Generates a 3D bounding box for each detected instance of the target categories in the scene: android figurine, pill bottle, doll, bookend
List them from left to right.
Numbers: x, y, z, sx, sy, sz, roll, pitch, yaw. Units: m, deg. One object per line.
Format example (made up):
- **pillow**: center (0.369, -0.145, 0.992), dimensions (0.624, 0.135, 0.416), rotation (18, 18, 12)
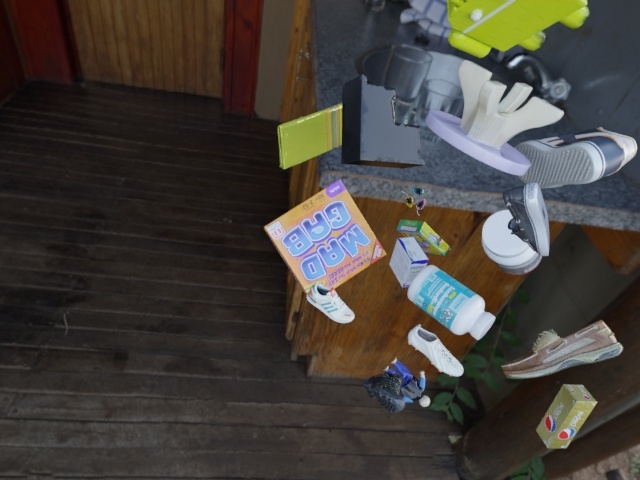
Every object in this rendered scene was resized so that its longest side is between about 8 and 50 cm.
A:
- **bookend**: center (0.125, -0.228, 0.837), dimensions (0.156, 0.157, 0.072), rotation (-2, 5, -27)
- **doll**: center (0.307, 0.494, 1.458), dimensions (0.129, 0.046, 0.189), rotation (-42, 81, -5)
- **pill bottle**: center (0.426, 0.205, 1.377), dimensions (0.146, 0.146, 0.264), rotation (-27, 49, -36)
- **pill bottle**: center (0.759, 0.009, 1.674), dimensions (0.210, 0.210, 0.363), rotation (47, 12, 30)
- **android figurine**: center (0.343, -0.415, 0.750), dimensions (0.272, 0.248, 0.056), rotation (3, 82, -33)

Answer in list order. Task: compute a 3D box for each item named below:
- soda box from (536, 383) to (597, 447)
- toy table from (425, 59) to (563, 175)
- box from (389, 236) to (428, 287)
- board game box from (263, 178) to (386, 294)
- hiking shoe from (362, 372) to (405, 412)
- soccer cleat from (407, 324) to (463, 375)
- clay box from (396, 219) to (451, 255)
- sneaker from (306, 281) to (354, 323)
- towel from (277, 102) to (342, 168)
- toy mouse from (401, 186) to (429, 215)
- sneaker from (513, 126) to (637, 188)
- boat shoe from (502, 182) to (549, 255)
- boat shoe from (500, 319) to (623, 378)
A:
- **soda box**: center (0.642, 0.463, 1.108), dimensions (0.061, 0.181, 0.058), rotation (5, 27, -10)
- **toy table**: center (0.393, -0.288, 0.978), dimensions (0.274, 0.161, 0.252), rotation (35, 35, 16)
- **box**: center (0.320, 0.079, 1.540), dimensions (0.072, 0.137, 0.126), rotation (-6, 43, -16)
- **board game box**: center (0.000, 0.000, 1.810), dimensions (0.356, 0.356, 0.357), rotation (-33, 94, -7)
- **hiking shoe**: center (0.225, 0.477, 1.376), dimensions (0.114, 0.227, 0.086), rotation (-31, 100, -17)
- **soccer cleat**: center (0.357, 0.339, 1.296), dimensions (0.196, 0.076, 0.068), rotation (37, 40, 17)
- **clay box**: center (0.426, -0.004, 1.724), dimensions (0.127, 0.222, 0.053), rotation (11, 68, 54)
- **sneaker**: center (0.036, 0.183, 1.257), dimensions (0.161, 0.075, 0.057), rotation (32, 43, 8)
- **towel**: center (-0.012, -0.250, 0.989), dimensions (0.021, 0.102, 0.237), rotation (21, 39, 35)
- **toy mouse**: center (0.499, -0.213, 2.129), dimensions (0.031, 0.143, 0.161), rotation (2, 64, -45)
- **sneaker**: center (0.595, -0.195, 1.016), dimensions (0.127, 0.126, 0.321), rotation (-19, 14, -3)
- **boat shoe**: center (0.439, -0.038, 0.902), dimensions (0.076, 0.228, 0.080), rotation (-3, 60, 34)
- **boat shoe**: center (0.700, 0.325, 1.257), dimensions (0.323, 0.122, 0.120), rotation (-24, 69, 19)
